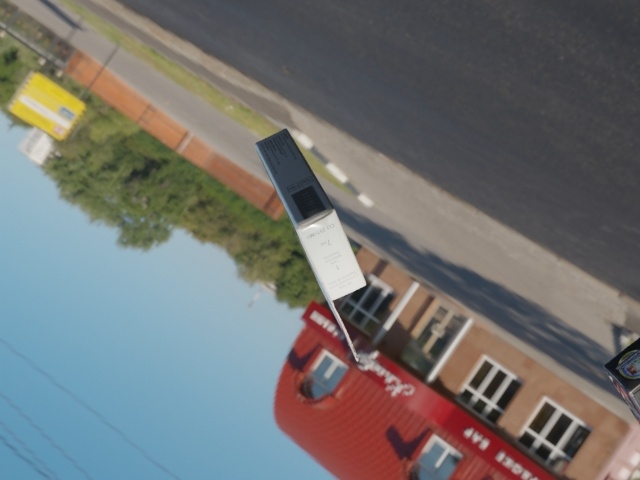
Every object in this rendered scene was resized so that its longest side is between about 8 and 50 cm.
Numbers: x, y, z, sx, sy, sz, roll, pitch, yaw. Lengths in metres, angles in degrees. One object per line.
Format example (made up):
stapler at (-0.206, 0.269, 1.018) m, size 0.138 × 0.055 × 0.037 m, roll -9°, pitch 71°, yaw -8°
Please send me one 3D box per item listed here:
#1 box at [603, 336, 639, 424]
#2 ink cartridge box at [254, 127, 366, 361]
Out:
box at (0.517, 0.187, 1.116) m, size 0.270 × 0.216 × 0.060 m, roll 50°, pitch -178°, yaw -35°
ink cartridge box at (0.000, 0.000, 1.198) m, size 0.238 × 0.060 × 0.275 m, roll 65°, pitch 179°, yaw -33°
